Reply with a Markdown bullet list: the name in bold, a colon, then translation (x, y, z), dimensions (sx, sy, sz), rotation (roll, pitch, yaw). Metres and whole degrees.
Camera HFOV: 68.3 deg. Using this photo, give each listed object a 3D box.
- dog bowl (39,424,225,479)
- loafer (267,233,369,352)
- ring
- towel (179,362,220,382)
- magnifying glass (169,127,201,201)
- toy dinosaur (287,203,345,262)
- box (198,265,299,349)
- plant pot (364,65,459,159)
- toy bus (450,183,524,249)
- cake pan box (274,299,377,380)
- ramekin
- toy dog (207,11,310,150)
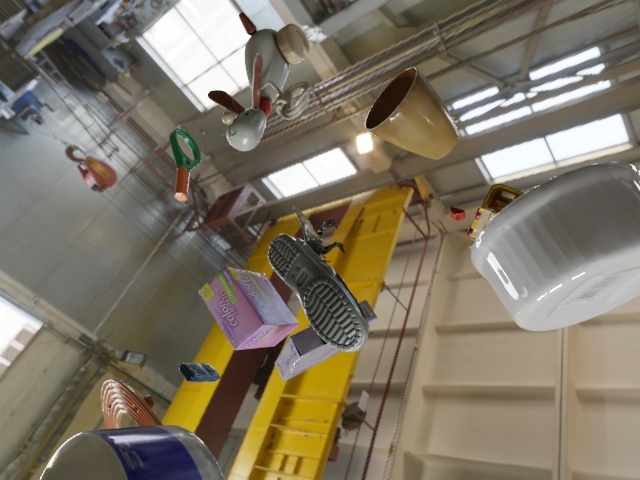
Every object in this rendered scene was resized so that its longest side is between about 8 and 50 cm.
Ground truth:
- **dog bowl**: translation (-0.208, 0.333, 0.484), dimensions (0.265, 0.104, 0.264), rotation (-15, -114, 38)
- **loafer**: translation (0.008, 0.082, 0.832), dimensions (0.094, 0.087, 0.251), rotation (-50, -117, 26)
- **ring**: translation (-0.266, 0.376, 0.772), dimensions (0.032, 0.336, 0.337), rotation (-23, -167, -42)
- **towel**: translation (-0.343, 0.374, 1.344), dimensions (0.067, 0.119, 0.029), rotation (38, -83, 31)
- **magnifying glass**: translation (-0.307, -0.170, 1.059), dimensions (0.026, 0.092, 0.231), rotation (-27, -136, 13)
- **toy dinosaur**: translation (0.000, 0.000, 1.345), dimensions (0.118, 0.268, 0.064), rotation (-16, -148, 0)
- **box**: translation (-0.209, 0.205, 1.423), dimensions (0.117, 0.243, 0.213), rotation (-42, -112, 11)
- **plant pot**: translation (0.314, -0.381, 1.515), dimensions (0.237, 0.254, 0.237), rotation (-46, -156, 27)
- **toy bus**: translation (0.438, -0.055, 1.174), dimensions (0.202, 0.191, 0.104), rotation (2, -124, 56)
- **cake pan box**: translation (0.010, 0.281, 1.309), dimensions (0.246, 0.070, 0.267), rotation (-24, 159, -25)
- **ramekin**: translation (0.388, 0.025, 0.719), dimensions (0.277, 0.277, 0.135), rotation (-31, -125, 18)
- **toy dog**: translation (-0.148, -0.371, 1.031), dimensions (0.220, 0.161, 0.333), rotation (-31, -140, 28)
